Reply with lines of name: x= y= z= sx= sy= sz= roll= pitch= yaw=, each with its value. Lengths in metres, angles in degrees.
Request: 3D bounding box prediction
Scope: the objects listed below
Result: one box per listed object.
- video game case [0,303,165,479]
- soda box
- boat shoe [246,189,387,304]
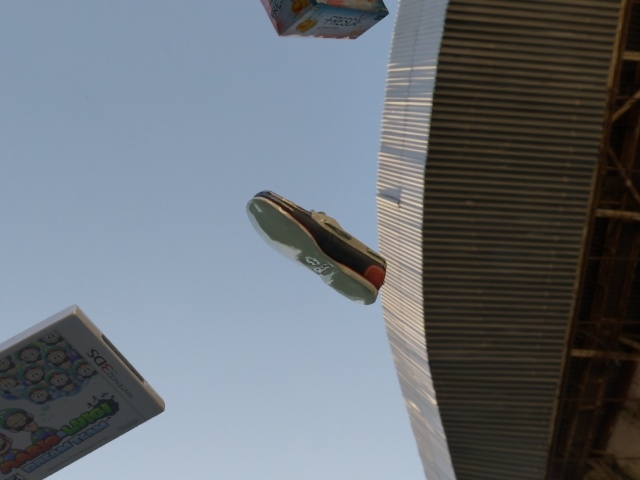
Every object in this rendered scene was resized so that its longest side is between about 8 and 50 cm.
video game case: x=-0.243 y=0.144 z=0.483 sx=0.157 sy=0.019 sz=0.143 roll=-29 pitch=-55 yaw=-4
soda box: x=0.009 y=-0.281 z=0.651 sx=0.183 sy=0.062 sz=0.058 roll=-29 pitch=-87 yaw=-54
boat shoe: x=0.000 y=0.000 z=0.454 sx=0.137 sy=0.049 sz=0.043 roll=37 pitch=-123 yaw=-16
